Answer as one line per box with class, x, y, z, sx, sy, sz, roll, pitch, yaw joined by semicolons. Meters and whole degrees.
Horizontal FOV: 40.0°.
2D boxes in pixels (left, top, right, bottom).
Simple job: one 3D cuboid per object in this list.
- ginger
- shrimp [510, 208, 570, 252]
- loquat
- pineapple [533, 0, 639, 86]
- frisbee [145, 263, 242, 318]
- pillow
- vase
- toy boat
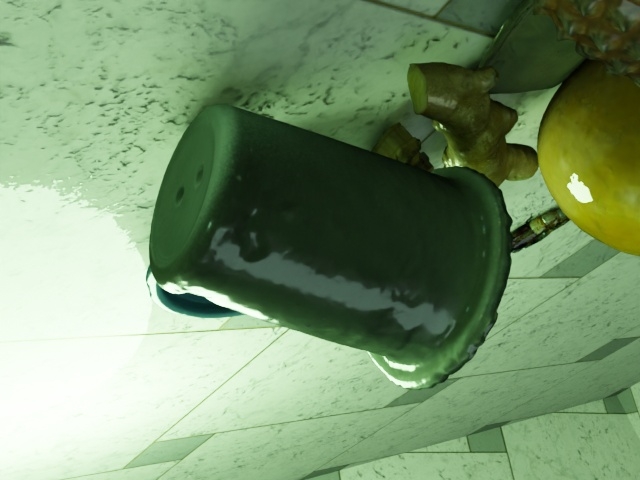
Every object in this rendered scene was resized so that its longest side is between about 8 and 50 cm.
ginger;0.158;-0.111;0.942;0.118;0.065;0.299;-27;156;14
shrimp;0.332;-0.002;1.405;0.161;0.034;0.091;-28;156;13
loquat;0.368;-0.113;0.964;0.263;0.263;0.263;-18;156;-8
pineapple;0.315;-0.166;0.726;0.175;0.175;0.361;-35;118;28
frisbee;-0.074;0.011;1.076;0.289;0.049;0.289;-15;154;-7
pillow;0.232;-0.206;0.865;0.119;0.053;0.208;-4;159;-18
vase;0.000;0.000;0.844;0.291;0.245;0.245;18;139;-28
toy boat;0.099;-0.071;1.041;0.072;0.064;0.206;-36;156;-8
